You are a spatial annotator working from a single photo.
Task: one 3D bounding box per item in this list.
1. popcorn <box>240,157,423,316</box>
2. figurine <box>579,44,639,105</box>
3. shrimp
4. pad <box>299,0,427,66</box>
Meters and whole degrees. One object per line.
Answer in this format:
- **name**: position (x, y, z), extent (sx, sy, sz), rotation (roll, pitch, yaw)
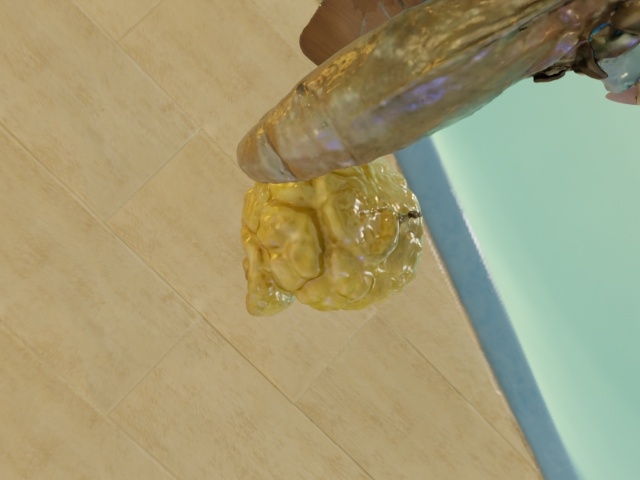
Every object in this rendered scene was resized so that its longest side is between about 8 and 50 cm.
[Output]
- **popcorn**: position (0.000, 0.000, 1.164), extent (0.348, 0.381, 0.349), rotation (28, 41, -27)
- **figurine**: position (0.598, -0.306, 1.138), extent (0.260, 0.103, 0.205), rotation (23, 123, -11)
- **shrimp**: position (0.104, -0.144, 0.538), extent (0.221, 0.445, 0.110), rotation (-35, 102, -47)
- **pad**: position (0.146, -0.339, 1.059), extent (0.286, 0.018, 0.284), rotation (37, 117, -9)
